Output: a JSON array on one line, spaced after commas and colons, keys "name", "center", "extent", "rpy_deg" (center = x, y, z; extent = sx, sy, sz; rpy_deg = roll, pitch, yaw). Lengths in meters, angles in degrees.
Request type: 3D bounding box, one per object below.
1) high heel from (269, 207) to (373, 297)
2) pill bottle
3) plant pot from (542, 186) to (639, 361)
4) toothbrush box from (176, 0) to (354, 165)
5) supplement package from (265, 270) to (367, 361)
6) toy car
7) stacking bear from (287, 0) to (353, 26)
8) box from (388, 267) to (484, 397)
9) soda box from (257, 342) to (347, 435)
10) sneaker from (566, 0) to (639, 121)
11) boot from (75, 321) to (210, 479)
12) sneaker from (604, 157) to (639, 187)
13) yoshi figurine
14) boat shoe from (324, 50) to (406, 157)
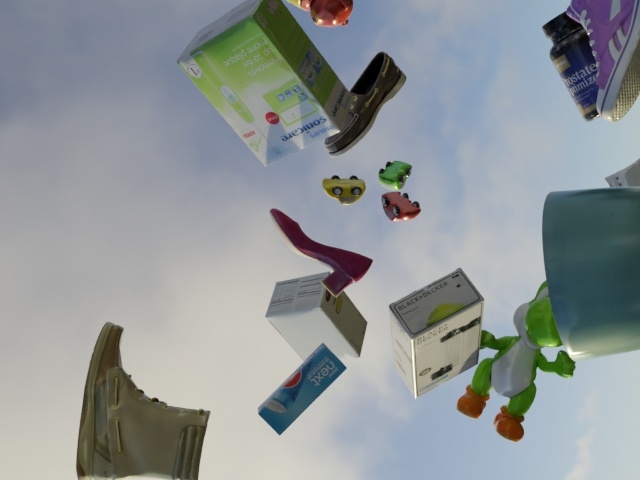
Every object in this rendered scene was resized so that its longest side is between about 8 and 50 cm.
[{"name": "high heel", "center": [0.000, 0.000, 1.859], "extent": [0.244, 0.117, 0.082], "rpy_deg": [48, 173, 1]}, {"name": "pill bottle", "center": [0.546, -0.365, 1.747], "extent": [0.219, 0.122, 0.123], "rpy_deg": [61, -153, 0]}, {"name": "plant pot", "center": [0.521, 0.044, 1.409], "extent": [0.293, 0.235, 0.293], "rpy_deg": [30, -124, -57]}, {"name": "toothbrush box", "center": [-0.104, -0.314, 1.677], "extent": [0.283, 0.206, 0.122], "rpy_deg": [49, -140, -28]}, {"name": "supplement package", "center": [-0.008, 0.248, 2.667], "extent": [0.262, 0.203, 0.145], "rpy_deg": [53, -142, -35]}, {"name": "toy car", "center": [0.146, -0.118, 1.949], "extent": [0.225, 0.238, 0.053], "rpy_deg": [-42, -35, -50]}, {"name": "stacking bear", "center": [-0.034, -0.676, 2.255], "extent": [0.164, 0.289, 0.175], "rpy_deg": [-40, -13, -18]}, {"name": "box", "center": [0.235, 0.195, 1.739], "extent": [0.087, 0.169, 0.290], "rpy_deg": [57, 168, 32]}, {"name": "soda box", "center": [-0.042, 0.327, 1.888], "extent": [0.071, 0.210, 0.067], "rpy_deg": [46, 176, -4]}, {"name": "sneaker", "center": [0.511, -0.358, 1.533], "extent": [0.102, 0.161, 0.282], "rpy_deg": [12, -86, -53]}, {"name": "boot", "center": [-0.280, 0.264, 1.389], "extent": [0.095, 0.203, 0.262], "rpy_deg": [109, 164, -58]}, {"name": "sneaker", "center": [0.741, -0.078, 2.085], "extent": [0.292, 0.169, 0.108], "rpy_deg": [-50, -12, 16]}, {"name": "yoshi figurine", "center": [0.446, 0.252, 1.866], "extent": [0.203, 0.203, 0.362], "rpy_deg": [22, -82, -35]}, {"name": "boat shoe", "center": [0.104, -0.360, 2.257], "extent": [0.324, 0.116, 0.097], "rpy_deg": [-52, -58, -18]}]
